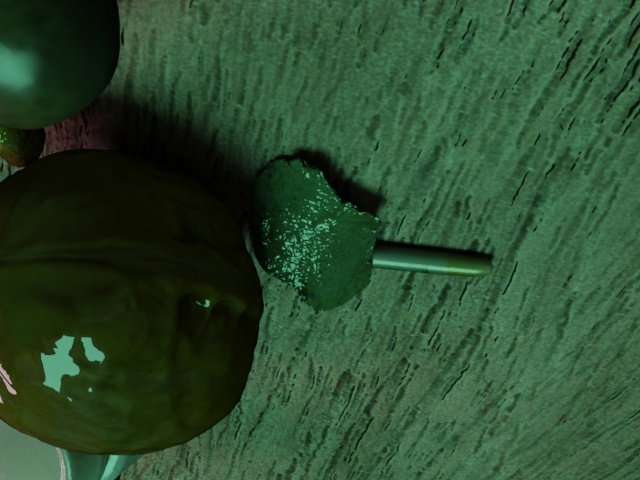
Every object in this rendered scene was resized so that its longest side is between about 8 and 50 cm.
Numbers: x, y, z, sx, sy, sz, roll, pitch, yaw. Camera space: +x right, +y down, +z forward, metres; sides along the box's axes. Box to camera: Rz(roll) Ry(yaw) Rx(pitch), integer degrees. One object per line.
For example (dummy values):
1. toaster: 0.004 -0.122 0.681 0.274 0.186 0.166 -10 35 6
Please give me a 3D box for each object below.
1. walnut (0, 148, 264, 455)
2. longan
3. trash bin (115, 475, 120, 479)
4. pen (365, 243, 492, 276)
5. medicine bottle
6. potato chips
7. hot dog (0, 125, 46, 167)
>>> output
1. walnut: -0.237 0.070 1.862 0.308 0.354 0.398 -5 170 36
2. longan: -0.292 -0.206 1.579 0.196 0.196 0.220 20 145 -12
3. trash bin: -0.402 0.328 2.466 0.252 0.301 0.203 3 151 23
4. pen: 0.097 0.023 1.985 0.233 0.032 0.040 7 174 12
5. medicine bottle: -0.312 0.214 2.118 0.211 0.371 0.211 8 109 22
6. potato chips: 0.000 -0.004 1.917 0.167 0.059 0.228 -30 122 28
7. hot dog: -0.409 -0.179 1.792 0.061 0.088 0.286 -18 143 33
